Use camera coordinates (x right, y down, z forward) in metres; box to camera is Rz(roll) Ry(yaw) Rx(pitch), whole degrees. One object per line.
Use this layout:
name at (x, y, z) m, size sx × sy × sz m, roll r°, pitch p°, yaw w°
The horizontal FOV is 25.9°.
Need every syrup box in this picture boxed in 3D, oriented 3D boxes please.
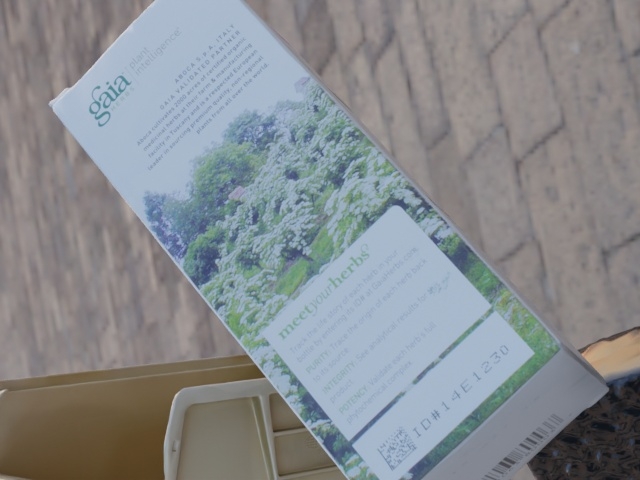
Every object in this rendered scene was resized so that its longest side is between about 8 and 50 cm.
syrup box at (0.000, 0.000, 0.580) m, size 0.237 × 0.093 × 0.096 m, roll 49°, pitch -174°, yaw 26°

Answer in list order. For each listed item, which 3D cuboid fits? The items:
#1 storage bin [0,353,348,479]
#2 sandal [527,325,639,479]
storage bin at (-0.064, 0.143, 0.926) m, size 0.262 × 0.260 × 0.123 m, roll -6°, pitch 87°, yaw 53°
sandal at (0.287, 0.037, 0.646) m, size 0.445 × 0.107 × 0.167 m, roll -21°, pitch 116°, yaw 41°
